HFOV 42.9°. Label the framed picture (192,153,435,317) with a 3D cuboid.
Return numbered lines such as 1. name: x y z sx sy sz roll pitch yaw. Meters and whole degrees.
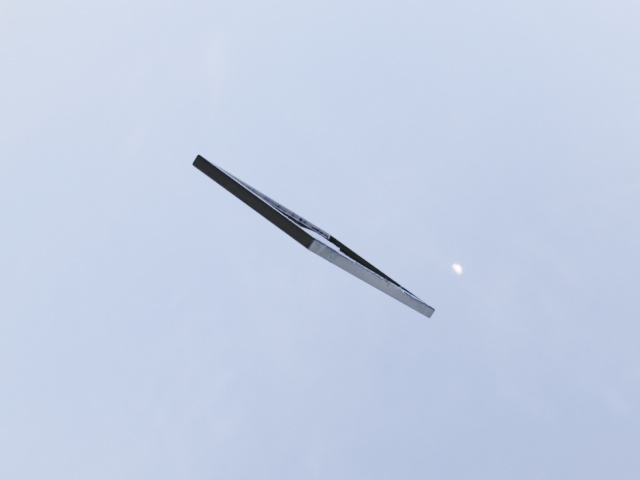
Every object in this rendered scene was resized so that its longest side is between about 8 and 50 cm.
1. framed picture: 0.000 0.000 0.839 0.184 0.250 0.016 36 -86 37
